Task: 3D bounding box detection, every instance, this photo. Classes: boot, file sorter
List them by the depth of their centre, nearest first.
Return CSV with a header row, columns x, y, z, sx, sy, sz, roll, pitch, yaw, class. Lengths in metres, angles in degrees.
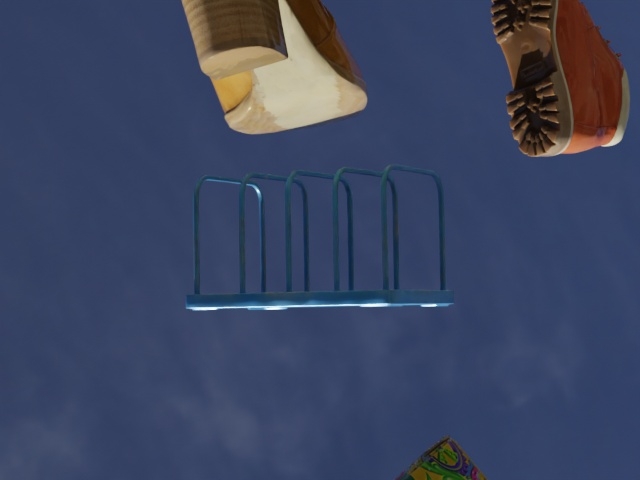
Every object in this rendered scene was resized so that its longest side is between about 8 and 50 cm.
x,y,z,sx,sy,sz,roll,pitch,yaw,class
0.165,-0.135,1.212,0.084,0.059,0.158,-3,-94,-35,boot
-0.045,-0.195,1.218,0.104,0.295,0.211,-13,-101,10,boot
0.000,0.000,1.367,0.118,0.170,0.105,3,-94,-63,file sorter

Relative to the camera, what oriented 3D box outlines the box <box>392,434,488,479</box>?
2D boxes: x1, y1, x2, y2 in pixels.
x,y,z,sx,sy,sz,roll,pitch,yaw,class
0.020,0.294,0.761,0.290,0.177,0.279,-36,-101,-23,box
